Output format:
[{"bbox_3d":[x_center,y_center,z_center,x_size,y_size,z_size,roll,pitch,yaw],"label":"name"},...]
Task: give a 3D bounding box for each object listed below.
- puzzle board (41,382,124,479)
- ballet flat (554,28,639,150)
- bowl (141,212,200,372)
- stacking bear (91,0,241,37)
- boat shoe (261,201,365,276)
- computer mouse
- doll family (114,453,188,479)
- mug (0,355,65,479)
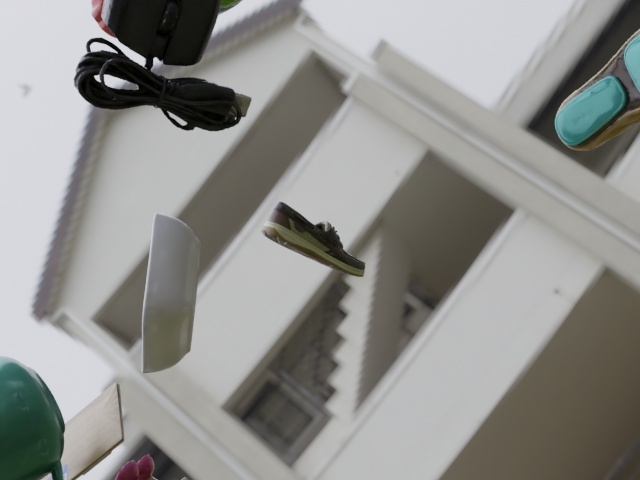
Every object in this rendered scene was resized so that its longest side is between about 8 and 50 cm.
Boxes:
[{"bbox_3d":[-0.248,0.212,1.554,0.128,0.096,0.011,-40,-59,13],"label":"puzzle board"},{"bbox_3d":[0.329,-0.165,1.546,0.073,0.080,0.232,-14,-13,-37],"label":"ballet flat"},{"bbox_3d":[-0.158,0.058,1.612,0.142,0.053,0.142,99,176,-54],"label":"bowl"},{"bbox_3d":[-0.122,-0.353,1.749,0.164,0.175,0.289,15,-27,-33],"label":"stacking bear"},{"bbox_3d":[0.000,0.000,1.812,0.152,0.056,0.049,27,-96,-37],"label":"boat shoe"},{"bbox_3d":[-0.145,-0.255,1.532,0.188,0.072,0.272,11,-107,-34],"label":"computer mouse"},{"bbox_3d":[-0.119,0.250,1.069,0.118,0.163,0.263,-63,-16,9],"label":"doll family"},{"bbox_3d":[-0.301,0.188,1.468,0.097,0.129,0.157,-30,-68,-25],"label":"mug"}]
